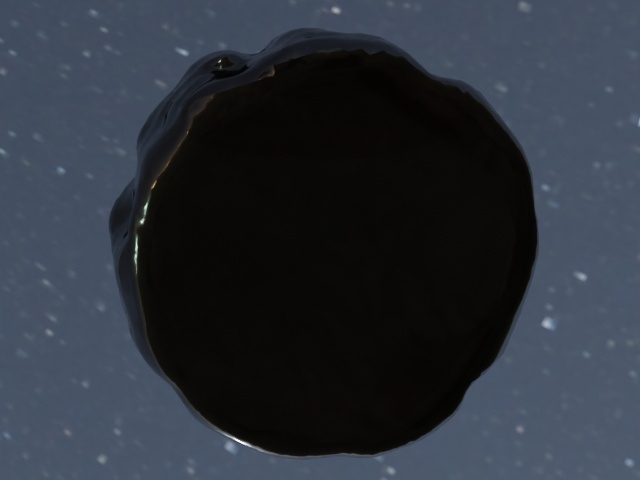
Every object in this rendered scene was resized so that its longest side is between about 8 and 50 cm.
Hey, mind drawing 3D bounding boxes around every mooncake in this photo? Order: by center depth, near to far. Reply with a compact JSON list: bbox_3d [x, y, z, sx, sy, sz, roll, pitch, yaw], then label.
[{"bbox_3d":[0.000,0.000,1.162,0.283,0.141,0.283,-1,-79,-8],"label":"mooncake"}]
